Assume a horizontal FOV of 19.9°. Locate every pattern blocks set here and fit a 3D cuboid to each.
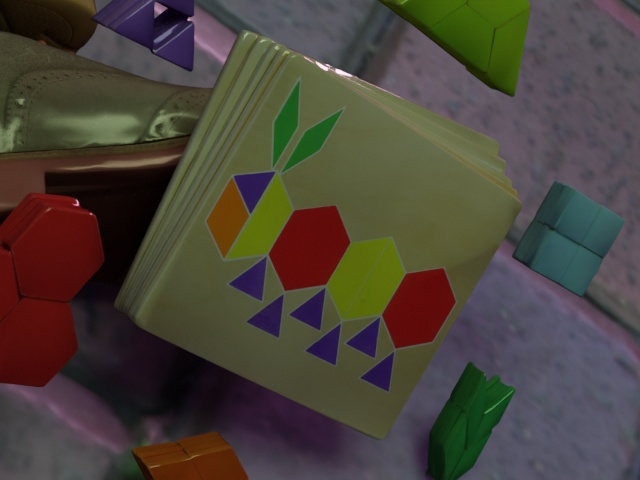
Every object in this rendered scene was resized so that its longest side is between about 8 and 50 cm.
[{"bbox_3d":[0.000,0.000,0.821,0.285,0.026,0.325,-53,131,-4],"label":"pattern blocks set"}]

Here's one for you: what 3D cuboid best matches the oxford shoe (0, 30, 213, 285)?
[{"bbox_3d":[-0.099,-0.052,0.850,0.348,0.123,0.130,-8,58,-40],"label":"oxford shoe"}]

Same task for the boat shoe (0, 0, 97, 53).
[{"bbox_3d":[-0.235,-0.151,0.841,0.277,0.098,0.096,12,55,-39],"label":"boat shoe"}]
